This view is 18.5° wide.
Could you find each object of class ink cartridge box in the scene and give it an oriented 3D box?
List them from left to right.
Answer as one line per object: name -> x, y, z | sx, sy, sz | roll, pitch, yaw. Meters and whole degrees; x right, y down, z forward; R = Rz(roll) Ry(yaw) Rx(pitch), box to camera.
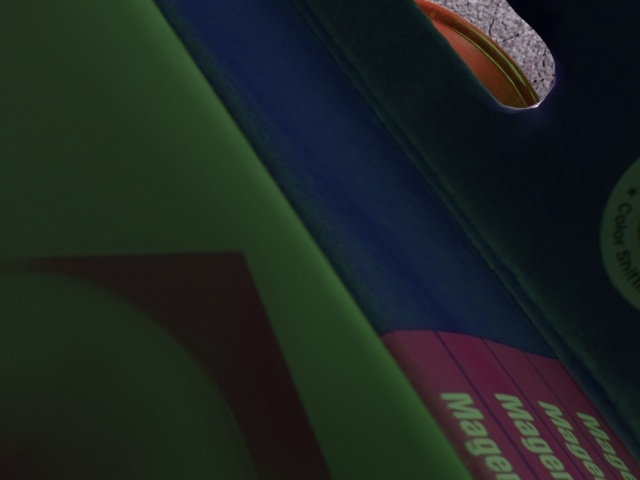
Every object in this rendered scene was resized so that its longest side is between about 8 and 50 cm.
ink cartridge box -> -0.077, 0.006, 0.443 | 0.324, 0.330, 0.071 | 55, 10, 34

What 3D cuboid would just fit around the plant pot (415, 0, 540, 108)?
plant pot -> 0.000, 0.000, 1.158 | 0.272, 0.272, 0.265 | 49, 16, -3
